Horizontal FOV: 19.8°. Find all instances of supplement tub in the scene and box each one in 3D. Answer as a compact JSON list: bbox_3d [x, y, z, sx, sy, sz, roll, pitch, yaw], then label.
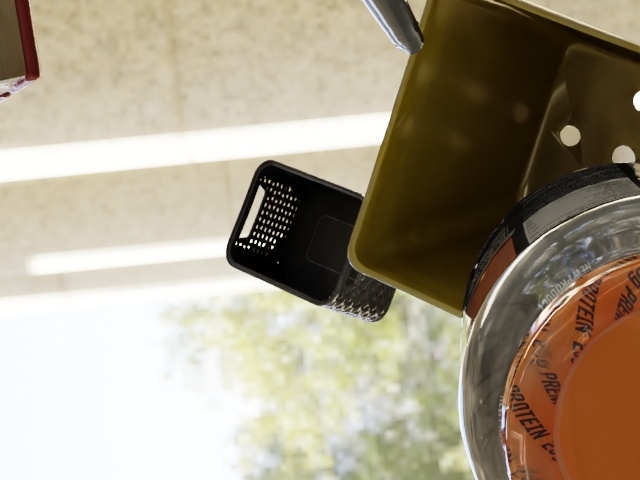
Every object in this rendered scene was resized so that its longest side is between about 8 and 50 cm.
[{"bbox_3d":[0.166,0.065,0.922,0.316,0.193,0.194,-55,-40,-81],"label":"supplement tub"}]

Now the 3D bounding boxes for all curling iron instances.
[{"bbox_3d":[0.004,-0.191,1.013,0.274,0.035,0.068,50,-167,-47],"label":"curling iron"}]

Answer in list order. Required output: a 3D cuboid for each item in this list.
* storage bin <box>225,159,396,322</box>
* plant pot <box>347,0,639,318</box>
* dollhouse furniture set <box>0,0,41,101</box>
[{"bbox_3d":[0.000,0.000,1.909,0.180,0.084,0.122,23,92,46],"label":"storage bin"},{"bbox_3d":[0.176,-0.051,1.263,0.187,0.212,0.212,-13,-56,-61],"label":"plant pot"},{"bbox_3d":[-0.277,-0.139,1.156,0.374,0.152,0.201,-20,79,50],"label":"dollhouse furniture set"}]
